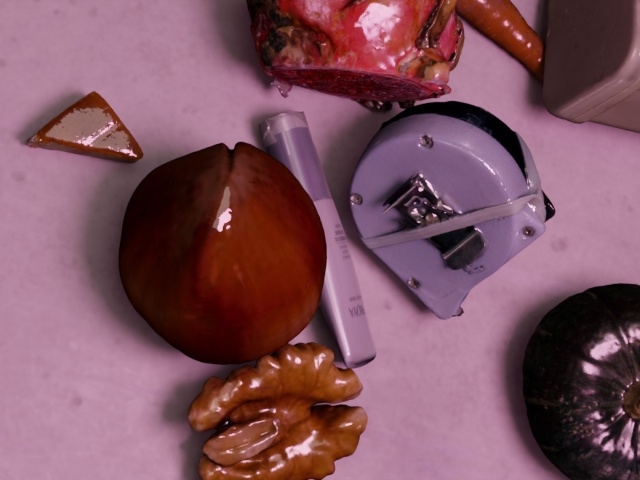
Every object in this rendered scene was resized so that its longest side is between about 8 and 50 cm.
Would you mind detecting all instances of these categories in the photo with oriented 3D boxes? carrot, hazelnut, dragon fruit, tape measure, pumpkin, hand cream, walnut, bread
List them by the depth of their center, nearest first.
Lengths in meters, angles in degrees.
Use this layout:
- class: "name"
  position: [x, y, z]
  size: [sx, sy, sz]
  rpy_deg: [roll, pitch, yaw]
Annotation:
- class: "hazelnut"
  position: [-0.086, 0.001, 1.426]
  size: [0.208, 0.208, 0.208]
  rpy_deg: [3, 81, -19]
- class: "walnut"
  position: [-0.043, 0.162, 1.485]
  size: [0.170, 0.069, 0.143]
  rpy_deg: [-14, 108, -19]
- class: "bread"
  position: [-0.217, -0.108, 1.485]
  size: [0.109, 0.043, 0.062]
  rpy_deg: [7, 82, -17]
- class: "dragon fruit"
  position: [0.045, -0.195, 1.505]
  size: [0.282, 0.211, 0.147]
  rpy_deg: [18, 66, -54]
- class: "tape measure"
  position: [0.117, -0.038, 1.521]
  size: [0.181, 0.182, 0.107]
  rpy_deg: [38, 41, -4]
- class: "hand cream"
  position: [0.000, 0.000, 1.538]
  size: [0.079, 0.048, 0.255]
  rpy_deg: [-11, 81, -65]
- class: "pumpkin"
  position: [0.299, 0.145, 1.570]
  size: [0.212, 0.152, 0.211]
  rpy_deg: [2, 83, -14]
- class: "carrot"
  position: [0.206, -0.205, 1.650]
  size: [0.216, 0.048, 0.048]
  rpy_deg: [42, 71, -15]

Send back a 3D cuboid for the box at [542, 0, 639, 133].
- class: "box"
  position: [0.428, -0.266, 1.648]
  size: [0.344, 0.177, 0.352]
  rpy_deg: [13, 70, -18]
